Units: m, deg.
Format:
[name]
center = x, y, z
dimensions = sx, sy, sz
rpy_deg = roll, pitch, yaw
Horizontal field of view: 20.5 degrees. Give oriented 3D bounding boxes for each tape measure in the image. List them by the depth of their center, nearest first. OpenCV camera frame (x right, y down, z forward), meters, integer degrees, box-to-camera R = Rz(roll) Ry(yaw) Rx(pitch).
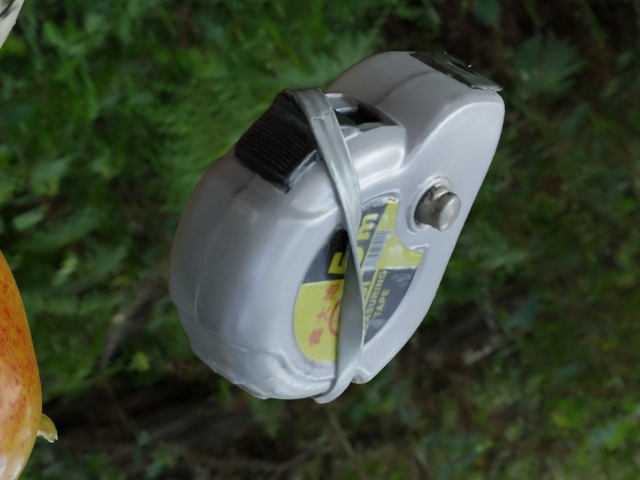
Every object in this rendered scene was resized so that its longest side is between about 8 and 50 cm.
[tape measure]
center = 0.000, 0.000, 1.082
dimensions = 0.197, 0.120, 0.236
rpy_deg = -5, 121, -50

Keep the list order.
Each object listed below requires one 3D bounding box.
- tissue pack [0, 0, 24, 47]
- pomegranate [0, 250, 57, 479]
[tissue pack]
center = -0.201, -0.057, 0.238
dimensions = 0.390, 0.195, 0.375
rpy_deg = -10, -178, -12
[pomegranate]
center = -0.231, 0.075, 0.851
dimensions = 0.221, 0.221, 0.257
rpy_deg = -32, 145, 19
